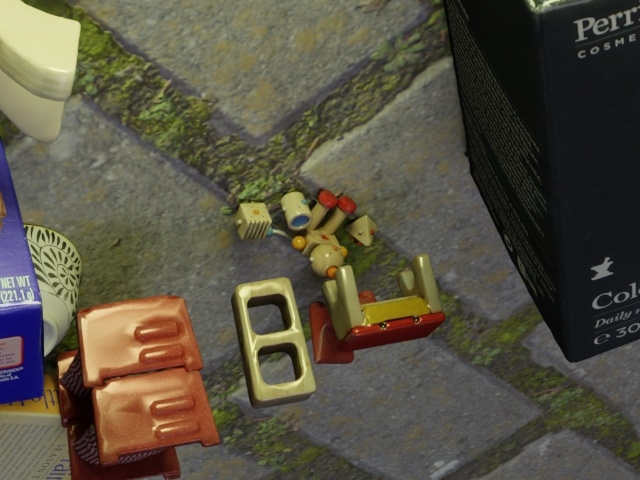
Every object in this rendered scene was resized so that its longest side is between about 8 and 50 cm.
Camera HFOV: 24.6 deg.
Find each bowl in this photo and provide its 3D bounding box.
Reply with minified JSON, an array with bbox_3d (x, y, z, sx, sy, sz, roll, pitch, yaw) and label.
[{"bbox_3d":[-0.305,0.074,1.439,0.170,0.080,0.170,-17,138,-16],"label":"bowl"}]

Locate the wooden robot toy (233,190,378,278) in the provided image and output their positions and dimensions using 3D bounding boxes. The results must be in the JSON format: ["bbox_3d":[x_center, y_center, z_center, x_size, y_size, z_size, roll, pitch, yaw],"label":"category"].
[{"bbox_3d":[0.000,0.000,1.513,0.173,0.079,0.076,12,131,-36],"label":"wooden robot toy"}]

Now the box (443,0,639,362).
[{"bbox_3d":[0.369,-0.199,1.283,0.480,0.297,0.471,-20,140,-2],"label":"box"}]

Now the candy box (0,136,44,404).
[{"bbox_3d":[-0.371,-0.016,1.124,0.268,0.317,0.122,-8,138,-19],"label":"candy box"}]

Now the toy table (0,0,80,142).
[{"bbox_3d":[-0.248,-0.193,1.052,0.161,0.252,0.274,8,139,-12],"label":"toy table"}]

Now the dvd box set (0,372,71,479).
[{"bbox_3d":[-0.421,0.242,1.588,0.420,0.062,0.307,8,138,-36],"label":"dvd box set"}]

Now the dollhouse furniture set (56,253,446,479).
[{"bbox_3d":[-0.071,0.139,1.494,0.374,0.152,0.201,-8,164,-17],"label":"dollhouse furniture set"}]
